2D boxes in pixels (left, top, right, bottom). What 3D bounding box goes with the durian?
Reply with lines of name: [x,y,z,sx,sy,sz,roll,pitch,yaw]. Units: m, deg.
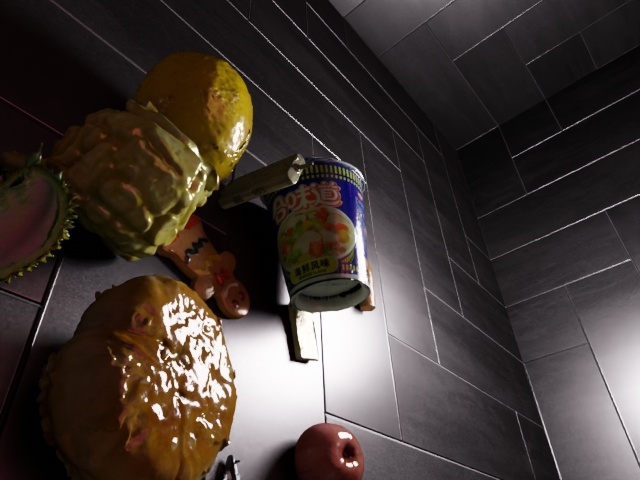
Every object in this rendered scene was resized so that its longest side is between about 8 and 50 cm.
durian: [-0.431,-0.025,0.683,0.137,0.220,0.095,57,-3,-25]

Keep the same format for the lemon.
lemon: [-0.267,-0.246,1.037,0.253,0.253,0.310,29,57,-43]

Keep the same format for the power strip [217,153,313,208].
power strip: [-0.127,-0.141,1.154,0.034,0.268,0.092,54,37,-29]

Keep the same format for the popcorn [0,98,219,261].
popcorn: [-0.321,-0.103,0.842,0.293,0.293,0.237,44,71,-27]

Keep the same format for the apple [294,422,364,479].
apple: [0.019,0.448,1.009,0.153,0.120,0.153,37,38,-35]

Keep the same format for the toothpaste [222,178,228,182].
toothpaste: [-0.298,-0.206,1.183,0.197,0.029,0.048,42,37,-24]

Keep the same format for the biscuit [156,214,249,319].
biscuit: [-0.231,0.060,1.046,0.250,0.036,0.165,54,31,-12]

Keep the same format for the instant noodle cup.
instant noodle cup: [0.000,0.000,1.223,0.284,0.284,0.312,26,46,-46]

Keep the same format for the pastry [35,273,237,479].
pastry: [-0.259,0.213,0.712,0.284,0.184,0.316,48,29,-43]

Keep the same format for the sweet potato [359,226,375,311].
sweet potato: [0.129,0.084,1.559,0.059,0.067,0.281,4,55,-18]

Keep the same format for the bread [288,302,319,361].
bread: [-0.042,0.220,1.208,0.068,0.028,0.154,23,47,-47]

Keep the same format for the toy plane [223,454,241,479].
toy plane: [-0.151,0.416,0.862,0.078,0.031,0.083,47,31,-53]
